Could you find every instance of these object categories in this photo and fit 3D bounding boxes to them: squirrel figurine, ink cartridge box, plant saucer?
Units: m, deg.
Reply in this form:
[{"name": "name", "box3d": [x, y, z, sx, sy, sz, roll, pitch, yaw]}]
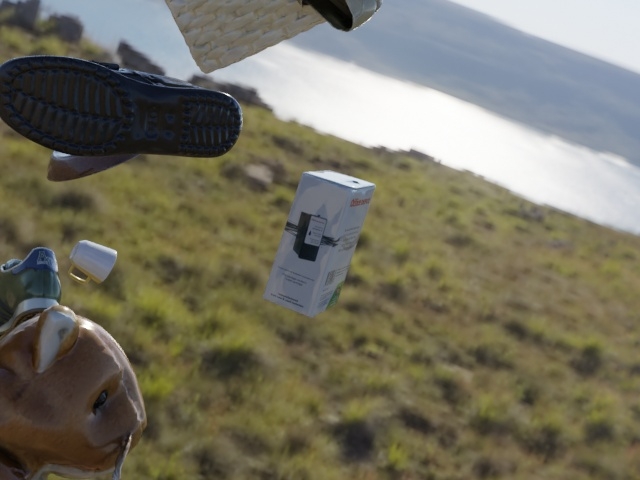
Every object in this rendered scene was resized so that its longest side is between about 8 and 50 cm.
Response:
[{"name": "squirrel figurine", "box3d": [-0.366, 0.190, 1.045, 0.397, 0.370, 0.281, 37, -12, -6]}, {"name": "ink cartridge box", "box3d": [0.000, 0.000, 1.767, 0.087, 0.208, 0.153, 21, 9, 14]}, {"name": "plant saucer", "box3d": [-0.283, -0.125, 1.493, 0.169, 0.029, 0.168, -17, 19, 6]}]

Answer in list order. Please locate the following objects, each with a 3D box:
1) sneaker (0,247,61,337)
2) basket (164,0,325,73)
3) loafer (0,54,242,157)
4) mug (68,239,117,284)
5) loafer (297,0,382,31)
[{"name": "sneaker", "box3d": [-0.341, 0.065, 1.293, 0.064, 0.086, 0.192, 10, -22, -34]}, {"name": "basket", "box3d": [-0.139, -0.515, 1.981, 0.331, 0.328, 0.266, -22, 28, 8]}, {"name": "loafer", "box3d": [-0.181, -0.114, 1.000, 0.220, 0.080, 0.078, 9, 12, -29]}, {"name": "mug", "box3d": [-0.390, 0.037, 1.925, 0.064, 0.078, 0.062, 30, -4, -25]}, {"name": "loafer", "box3d": [-0.018, -0.430, 1.815, 0.269, 0.102, 0.092, 33, 53, -16]}]
